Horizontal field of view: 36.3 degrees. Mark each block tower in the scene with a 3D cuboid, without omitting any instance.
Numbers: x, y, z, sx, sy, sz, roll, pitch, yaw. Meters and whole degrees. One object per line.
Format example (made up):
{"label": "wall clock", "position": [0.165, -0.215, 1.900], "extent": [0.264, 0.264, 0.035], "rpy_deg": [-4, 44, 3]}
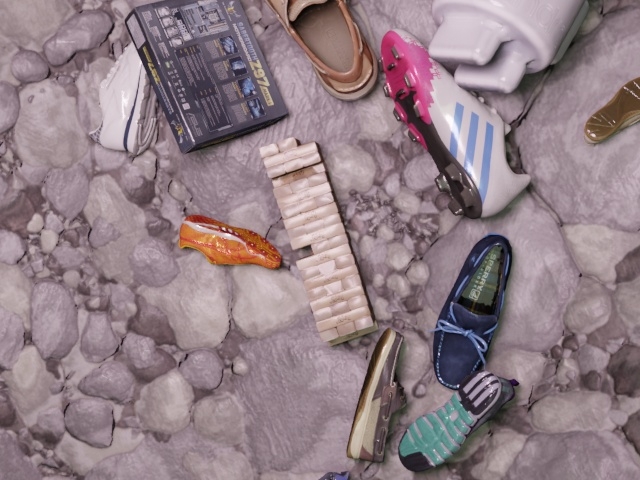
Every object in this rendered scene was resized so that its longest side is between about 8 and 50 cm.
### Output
{"label": "block tower", "position": [0.000, 0.000, 1.556], "extent": [0.091, 0.097, 0.335], "rpy_deg": [-19, 91, 6]}

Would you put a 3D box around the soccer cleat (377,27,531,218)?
{"label": "soccer cleat", "position": [0.211, -0.194, 1.537], "extent": [0.143, 0.116, 0.331], "rpy_deg": [-26, 87, -18]}

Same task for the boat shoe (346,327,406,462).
{"label": "boat shoe", "position": [0.102, 0.251, 1.566], "extent": [0.073, 0.080, 0.223], "rpy_deg": [17, 98, -1]}

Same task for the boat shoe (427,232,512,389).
{"label": "boat shoe", "position": [0.232, 0.111, 1.541], "extent": [0.109, 0.089, 0.258], "rpy_deg": [12, 93, 5]}

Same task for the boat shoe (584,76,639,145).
{"label": "boat shoe", "position": [0.480, -0.205, 1.539], "extent": [0.153, 0.048, 0.056], "rpy_deg": [-40, 76, -2]}

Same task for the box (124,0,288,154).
{"label": "box", "position": [-0.177, -0.271, 1.534], "extent": [0.183, 0.059, 0.232], "rpy_deg": [-24, 90, -32]}

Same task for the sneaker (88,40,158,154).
{"label": "sneaker", "position": [-0.308, -0.261, 1.583], "extent": [0.095, 0.090, 0.235], "rpy_deg": [16, 91, 15]}

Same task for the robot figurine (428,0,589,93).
{"label": "robot figurine", "position": [0.299, -0.391, 1.450], "extent": [0.200, 0.300, 0.353], "rpy_deg": [19, 77, 47]}

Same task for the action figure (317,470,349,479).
{"label": "action figure", "position": [-0.075, 0.520, 1.576], "extent": [0.330, 0.178, 0.341], "rpy_deg": [26, 66, -3]}

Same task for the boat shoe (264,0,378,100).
{"label": "boat shoe", "position": [-0.015, -0.372, 1.526], "extent": [0.123, 0.116, 0.324], "rpy_deg": [-36, 80, 5]}

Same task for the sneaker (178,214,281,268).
{"label": "sneaker", "position": [-0.146, 0.013, 1.594], "extent": [0.175, 0.064, 0.067], "rpy_deg": [20, 113, 9]}

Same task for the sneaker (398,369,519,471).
{"label": "sneaker", "position": [0.224, 0.296, 1.558], "extent": [0.223, 0.098, 0.083], "rpy_deg": [-46, 53, 26]}
